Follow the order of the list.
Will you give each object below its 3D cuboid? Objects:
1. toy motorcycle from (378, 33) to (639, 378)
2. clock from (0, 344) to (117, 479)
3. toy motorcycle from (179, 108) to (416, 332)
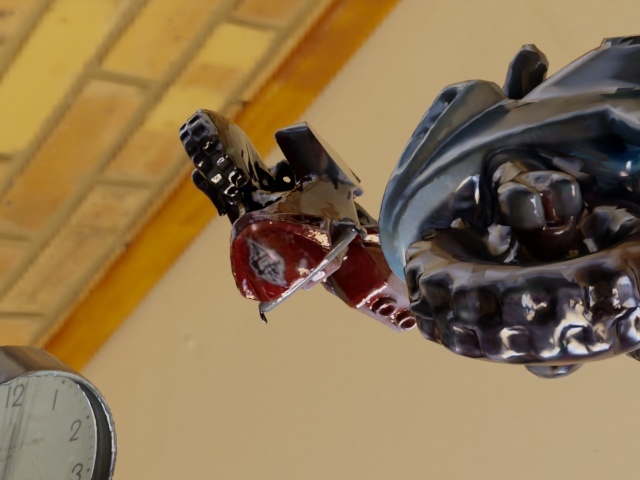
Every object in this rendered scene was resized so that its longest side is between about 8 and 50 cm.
[{"bbox_3d":[0.199,-0.039,0.751,0.232,0.416,0.172,22,-52,61],"label":"toy motorcycle"},{"bbox_3d":[-0.335,0.261,1.536,0.061,0.312,0.313,22,-78,32],"label":"clock"},{"bbox_3d":[0.001,0.000,0.887,0.082,0.213,0.122,-35,-128,20],"label":"toy motorcycle"}]
